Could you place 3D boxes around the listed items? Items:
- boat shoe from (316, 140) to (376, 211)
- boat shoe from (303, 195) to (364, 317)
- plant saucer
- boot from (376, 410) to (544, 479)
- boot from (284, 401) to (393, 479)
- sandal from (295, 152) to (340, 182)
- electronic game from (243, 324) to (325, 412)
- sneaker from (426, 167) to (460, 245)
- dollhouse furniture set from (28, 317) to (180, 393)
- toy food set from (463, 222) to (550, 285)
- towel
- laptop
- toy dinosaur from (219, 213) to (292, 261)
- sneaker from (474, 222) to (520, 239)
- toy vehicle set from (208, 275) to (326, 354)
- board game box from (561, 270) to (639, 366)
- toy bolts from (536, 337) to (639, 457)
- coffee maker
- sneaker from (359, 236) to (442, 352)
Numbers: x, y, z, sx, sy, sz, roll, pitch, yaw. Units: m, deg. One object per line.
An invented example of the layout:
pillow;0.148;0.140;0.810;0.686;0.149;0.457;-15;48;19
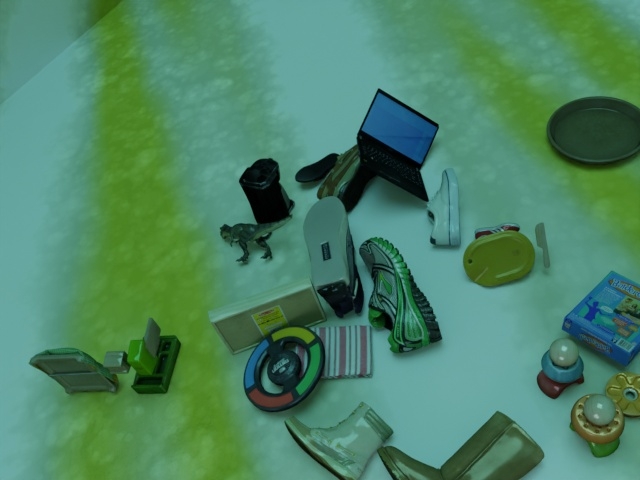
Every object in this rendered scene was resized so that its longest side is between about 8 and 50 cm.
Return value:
boat shoe;0.100;-0.229;2.001;0.120;0.122;0.324;19;58;32
boat shoe;0.039;0.047;1.768;0.127;0.158;0.340;-15;45;16
plant saucer;0.799;-0.313;1.918;0.278;0.041;0.277;-9;50;10
boot;0.290;0.456;1.405;0.270;0.089;0.236;-37;61;-14
boot;0.040;0.427;1.504;0.213;0.077;0.165;32;66;29
sandal;-0.003;-0.217;2.080;0.179;0.040;0.067;-33;54;-30
electronic game;-0.090;0.310;1.625;0.229;0.048;0.229;-19;45;21
sneaker;0.337;-0.098;1.839;0.091;0.094;0.258;-2;51;11
dollhouse furniture set;-0.548;0.287;1.710;0.302;0.197;0.151;-4;52;12
toy food set;0.474;0.041;1.705;0.218;0.071;0.128;-16;85;10
towel;0.033;0.281;1.661;0.197;0.029;0.144;-5;50;10
laptop;0.235;-0.274;1.903;0.136;0.234;0.264;-53;23;29
toy dinosaur;-0.194;-0.002;1.910;0.268;0.064;0.118;-7;86;30
sneaker;0.470;-0.007;1.758;0.119;0.042;0.067;-11;45;17
toy vehicle set;-0.130;0.193;1.687;0.267;0.166;0.035;-20;49;-1
board game box;0.681;0.173;1.518;0.210;0.047;0.160;-34;49;-28
toy bolts;0.578;0.296;1.399;0.218;0.158;0.228;-32;50;-11
coffee maker;-0.159;-0.124;1.949;0.120;0.178;0.171;-6;50;12
sneaker;0.169;0.129;1.674;0.146;0.134;0.343;-23;49;-3
